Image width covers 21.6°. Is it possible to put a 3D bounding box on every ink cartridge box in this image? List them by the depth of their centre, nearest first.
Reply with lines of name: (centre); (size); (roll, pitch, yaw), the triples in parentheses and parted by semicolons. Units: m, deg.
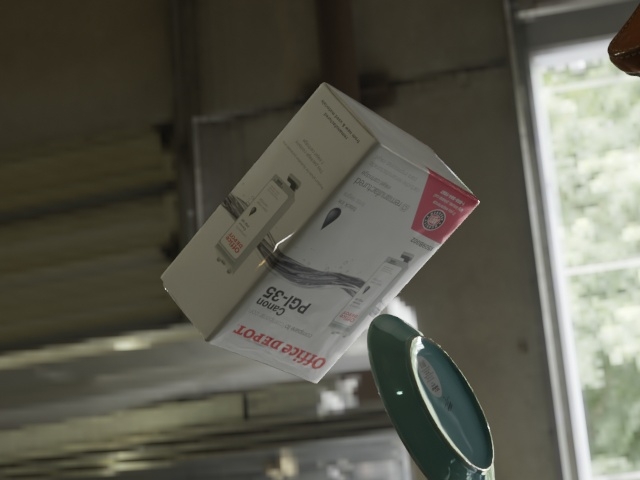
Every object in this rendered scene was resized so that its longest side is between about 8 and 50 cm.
ink cartridge box: (0.000, 0.000, 1.801); (0.283, 0.117, 0.207); (-49, -39, 13)

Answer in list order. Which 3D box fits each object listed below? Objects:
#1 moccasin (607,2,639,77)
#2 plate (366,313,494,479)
moccasin: (0.439, -0.343, 1.839); (0.147, 0.380, 0.139); (38, 3, -24)
plate: (0.101, 0.140, 1.400); (0.024, 0.188, 0.188); (-30, -29, 21)
